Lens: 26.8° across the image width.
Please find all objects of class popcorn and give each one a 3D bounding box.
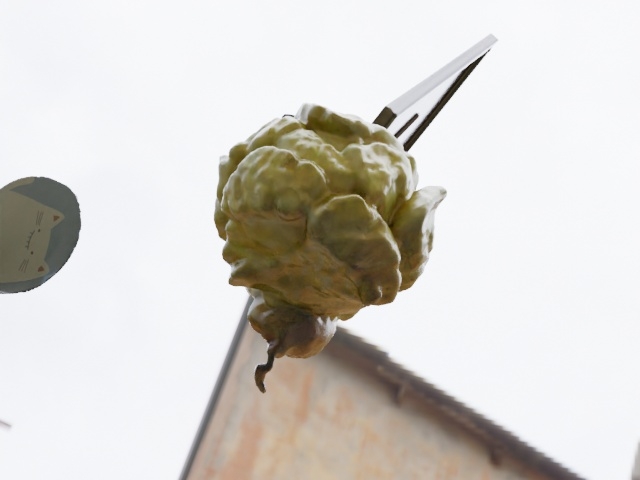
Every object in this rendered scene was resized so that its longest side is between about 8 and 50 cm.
[{"bbox_3d":[-0.009,-0.003,1.029,0.168,0.173,0.195,14,-38,-22],"label":"popcorn"}]

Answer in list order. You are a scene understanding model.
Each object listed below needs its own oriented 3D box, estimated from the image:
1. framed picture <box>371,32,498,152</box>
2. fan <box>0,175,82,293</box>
[{"bbox_3d":[0.079,-0.106,1.362,0.023,0.260,0.189,44,-52,6],"label":"framed picture"},{"bbox_3d":[-0.287,-0.006,1.178,0.175,0.113,0.005,1,-24,21],"label":"fan"}]
